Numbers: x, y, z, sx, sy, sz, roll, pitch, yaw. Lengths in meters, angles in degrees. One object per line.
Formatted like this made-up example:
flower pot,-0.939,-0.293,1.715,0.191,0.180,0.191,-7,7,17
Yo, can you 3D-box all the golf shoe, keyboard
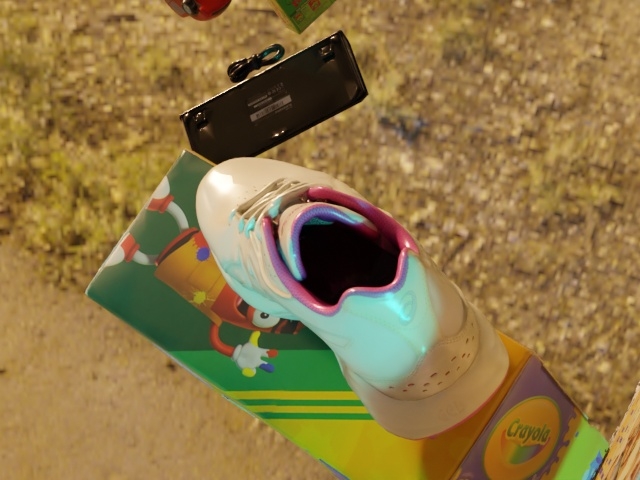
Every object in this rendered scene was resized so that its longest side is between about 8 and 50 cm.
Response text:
golf shoe,0.000,0.000,0.909,0.115,0.140,0.306,-42,43,-11
keyboard,-0.048,-0.135,1.313,0.180,0.023,0.108,-26,64,13

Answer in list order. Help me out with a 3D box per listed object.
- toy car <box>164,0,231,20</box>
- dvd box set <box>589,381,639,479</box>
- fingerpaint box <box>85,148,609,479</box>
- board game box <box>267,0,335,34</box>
toy car,-0.211,-0.369,1.695,0.239,0.053,0.225,11,62,-2
dvd box set,0.174,0.171,0.774,0.062,0.420,0.308,26,92,12
fingerpaint box,0.061,0.147,1.242,0.371,0.445,0.163,30,83,32
board game box,0.005,-0.371,1.853,0.181,0.092,0.043,-43,36,-6
